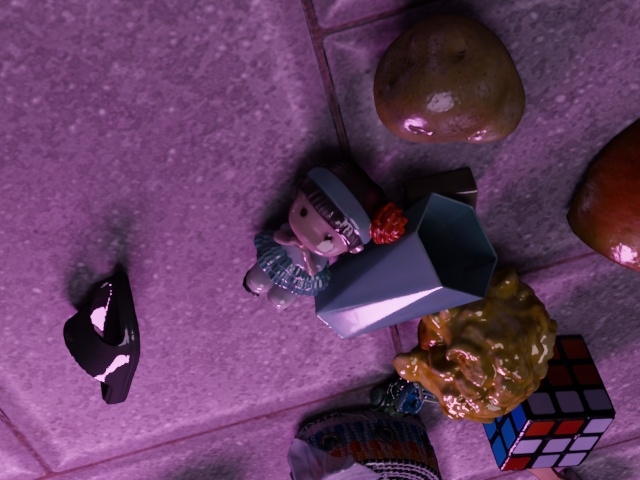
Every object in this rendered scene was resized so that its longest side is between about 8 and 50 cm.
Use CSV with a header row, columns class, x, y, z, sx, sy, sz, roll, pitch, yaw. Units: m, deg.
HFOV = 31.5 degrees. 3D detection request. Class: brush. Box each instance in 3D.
class,x,y,z,sx,sy,sz,roll,pitch,yaw
brush,0.456,0.458,2.204,0.070,0.065,0.327,-26,130,23

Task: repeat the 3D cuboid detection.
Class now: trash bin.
class,x,y,z,sx,sy,sz,roll,pitch,yaw
trash bin,0.158,-0.058,1.508,0.092,0.043,0.061,-7,140,-4

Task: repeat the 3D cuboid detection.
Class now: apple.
class,x,y,z,sx,sy,sz,roll,pitch,yaw
apple,0.523,-0.069,1.543,0.346,0.254,0.179,-9,-178,-6

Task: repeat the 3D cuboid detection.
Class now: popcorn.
class,x,y,z,sx,sy,sz,roll,pitch,yaw
popcorn,0.224,0.148,1.649,0.217,0.181,0.235,10,114,26

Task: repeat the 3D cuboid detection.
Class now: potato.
class,x,y,z,sx,sy,sz,roll,pitch,yaw
potato,0.155,-0.173,1.287,0.194,0.157,0.157,17,131,-37

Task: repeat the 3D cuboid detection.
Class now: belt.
class,x,y,z,sx,sy,sz,roll,pitch,yaw
belt,0.073,0.389,1.921,0.258,0.150,0.207,-2,134,-16

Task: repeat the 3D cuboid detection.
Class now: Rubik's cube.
class,x,y,z,sx,sy,sz,roll,pitch,yaw
Rubik's cube,0.363,0.267,1.858,0.163,0.160,0.162,0,138,-18

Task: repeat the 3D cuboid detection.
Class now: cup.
class,x,y,z,sx,sy,sz,roll,pitch,yaw
cup,0.104,0.045,1.509,0.148,0.134,0.236,18,149,-33

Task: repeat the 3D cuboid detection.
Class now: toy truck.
class,x,y,z,sx,sy,sz,roll,pitch,yaw
toy truck,0.152,0.248,1.836,0.080,0.078,0.154,16,132,-31

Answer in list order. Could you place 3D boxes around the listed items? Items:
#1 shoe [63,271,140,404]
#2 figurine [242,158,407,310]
class,x,y,z,sx,sy,sz,roll,pitch,yaw
shoe,-0.304,0.145,1.551,0.093,0.108,0.241,-4,143,-19
figurine,0.000,0.000,1.462,0.138,0.110,0.245,38,131,-5
